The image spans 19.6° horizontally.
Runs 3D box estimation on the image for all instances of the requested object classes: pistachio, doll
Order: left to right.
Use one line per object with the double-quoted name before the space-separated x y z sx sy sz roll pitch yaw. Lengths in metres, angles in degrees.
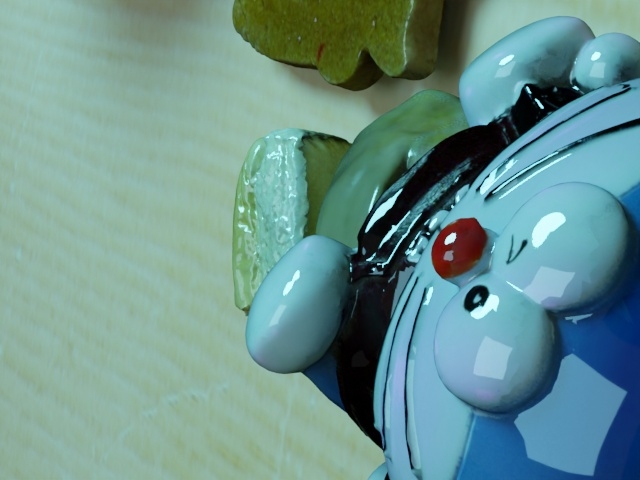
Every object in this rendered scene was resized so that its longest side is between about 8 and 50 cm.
"pistachio" 0.060 0.019 0.893 0.124 0.124 0.185 5 102 60
"doll" 0.123 0.046 0.674 0.284 0.240 0.310 -59 17 -2

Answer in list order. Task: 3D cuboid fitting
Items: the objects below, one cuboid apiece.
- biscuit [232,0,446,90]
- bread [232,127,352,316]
"biscuit" 0.023 -0.163 1.030 0.280 0.043 0.183 150 120 -61
"bread" 0.000 0.000 0.982 0.082 0.125 0.106 -14 78 32
